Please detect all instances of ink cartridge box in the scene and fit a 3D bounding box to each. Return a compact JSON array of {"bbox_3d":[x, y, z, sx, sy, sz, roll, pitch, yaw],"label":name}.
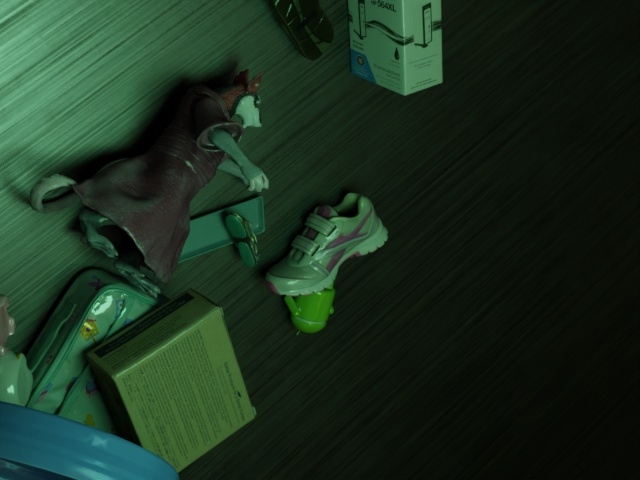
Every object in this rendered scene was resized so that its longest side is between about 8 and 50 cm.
[{"bbox_3d":[0.117,-0.354,1.815,0.086,0.148,0.203,-23,123,-28],"label":"ink cartridge box"},{"bbox_3d":[-0.220,0.220,1.708,0.193,0.088,0.234,-33,129,-26],"label":"ink cartridge box"}]

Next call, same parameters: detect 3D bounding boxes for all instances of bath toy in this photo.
[{"bbox_3d":[-0.489,0.093,1.548,0.129,0.151,0.348,-3,123,3],"label":"bath toy"}]

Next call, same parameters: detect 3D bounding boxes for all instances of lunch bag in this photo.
[{"bbox_3d":[-0.338,0.194,1.733,0.224,0.108,0.279,30,90,-45],"label":"lunch bag"}]

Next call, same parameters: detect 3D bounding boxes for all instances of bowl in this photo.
[{"bbox_3d":[-0.382,0.312,1.585,0.391,0.391,0.077,40,57,-44],"label":"bowl"}]

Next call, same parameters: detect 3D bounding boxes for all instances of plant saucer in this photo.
[{"bbox_3d":[-0.174,-0.018,1.830,0.192,0.018,0.067,-20,124,-31],"label":"plant saucer"}]

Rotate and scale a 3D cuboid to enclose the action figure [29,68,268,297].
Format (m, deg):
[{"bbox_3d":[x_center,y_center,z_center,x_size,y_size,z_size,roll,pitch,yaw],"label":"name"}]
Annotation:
[{"bbox_3d":[-0.213,-0.116,1.680,0.276,0.248,0.370,30,74,-3],"label":"action figure"}]

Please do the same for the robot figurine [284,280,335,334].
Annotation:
[{"bbox_3d":[-0.014,0.112,1.994,0.101,0.067,0.115,-3,113,-48],"label":"robot figurine"}]

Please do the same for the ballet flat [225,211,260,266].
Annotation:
[{"bbox_3d":[-0.124,-0.010,1.843,0.041,0.041,0.114,-36,131,-22],"label":"ballet flat"}]

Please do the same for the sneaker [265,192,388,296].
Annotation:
[{"bbox_3d":[0.000,0.000,1.937,0.252,0.103,0.111,-37,127,-29],"label":"sneaker"}]

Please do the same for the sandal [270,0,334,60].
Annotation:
[{"bbox_3d":[-0.037,-0.367,1.748,0.090,0.060,0.219,-43,147,-8],"label":"sandal"}]
